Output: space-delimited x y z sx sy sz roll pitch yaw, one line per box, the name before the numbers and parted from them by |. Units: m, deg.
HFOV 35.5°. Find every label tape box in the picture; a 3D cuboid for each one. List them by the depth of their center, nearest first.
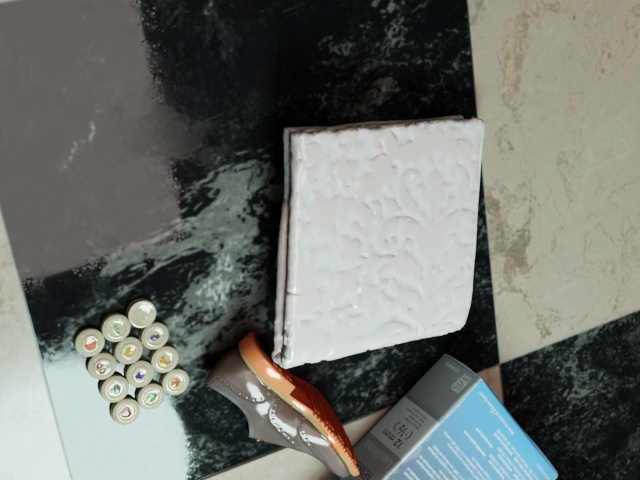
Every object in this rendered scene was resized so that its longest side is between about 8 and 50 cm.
label tape box | 0.154 0.381 1.488 0.347 0.115 0.249 -43 119 -7

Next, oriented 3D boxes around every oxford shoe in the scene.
oxford shoe | -0.046 0.242 1.368 0.098 0.097 0.271 -37 112 6

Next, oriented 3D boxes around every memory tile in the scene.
memory tile | -0.238 0.156 1.279 0.113 0.012 0.148 -29 115 -17

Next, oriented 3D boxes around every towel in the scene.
towel | 0.081 -0.005 1.346 0.331 0.053 0.317 -8 107 -36

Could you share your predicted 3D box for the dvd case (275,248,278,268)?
dvd case | 0.000 0.000 1.356 0.119 0.013 0.087 4 103 -27
